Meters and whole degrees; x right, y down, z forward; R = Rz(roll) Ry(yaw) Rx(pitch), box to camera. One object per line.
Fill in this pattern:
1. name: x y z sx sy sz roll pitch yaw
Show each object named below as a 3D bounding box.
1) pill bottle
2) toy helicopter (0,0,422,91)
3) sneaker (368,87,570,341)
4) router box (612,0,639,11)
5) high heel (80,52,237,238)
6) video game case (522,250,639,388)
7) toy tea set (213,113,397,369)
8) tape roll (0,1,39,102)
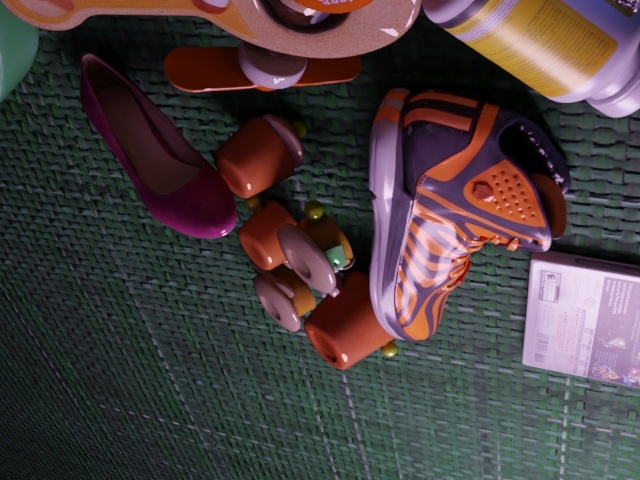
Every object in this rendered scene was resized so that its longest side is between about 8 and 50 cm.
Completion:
1. pill bottle: 0.176 -0.169 0.651 0.184 0.103 0.103 28 142 -21
2. toy helicopter: -0.092 -0.206 0.708 0.354 0.140 0.235 1 149 10
3. sneaker: 0.147 0.002 0.853 0.180 0.125 0.321 11 139 18
4. router box: 0.150 -0.241 0.570 0.178 0.133 0.046 27 141 -2
5. high heel: -0.171 -0.100 0.879 0.244 0.082 0.117 49 166 37
6. video game case: 0.316 0.092 0.948 0.173 0.022 0.190 10 138 18
7. toy tea set: 0.000 0.000 0.970 0.200 0.124 0.336 37 155 35
8. tape roll: -0.462 -0.266 0.911 0.321 0.077 0.321 14 140 12
